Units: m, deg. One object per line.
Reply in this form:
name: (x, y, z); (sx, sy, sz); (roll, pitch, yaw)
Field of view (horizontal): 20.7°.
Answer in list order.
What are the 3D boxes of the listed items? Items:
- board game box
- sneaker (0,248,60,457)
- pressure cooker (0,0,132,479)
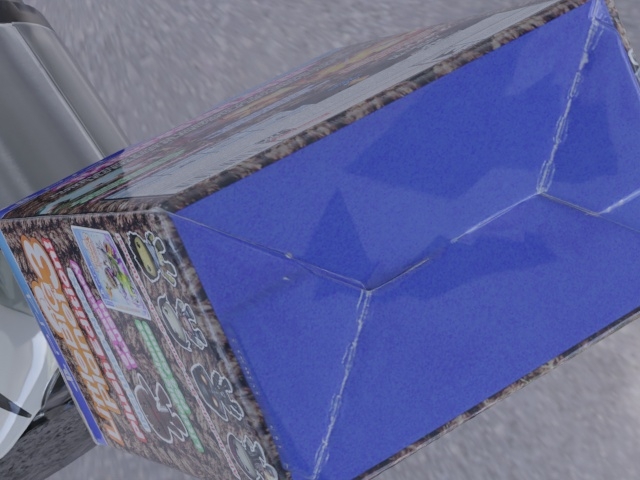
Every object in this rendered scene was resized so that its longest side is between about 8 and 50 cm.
board game box: (0.000, 0.000, 0.854); (0.232, 0.291, 0.141); (-28, 101, -21)
sneaker: (-0.311, 0.037, 1.011); (0.330, 0.122, 0.146); (19, 83, -6)
pressure cooker: (-0.317, -0.010, 1.405); (0.375, 0.370, 0.420); (-29, 80, -27)
